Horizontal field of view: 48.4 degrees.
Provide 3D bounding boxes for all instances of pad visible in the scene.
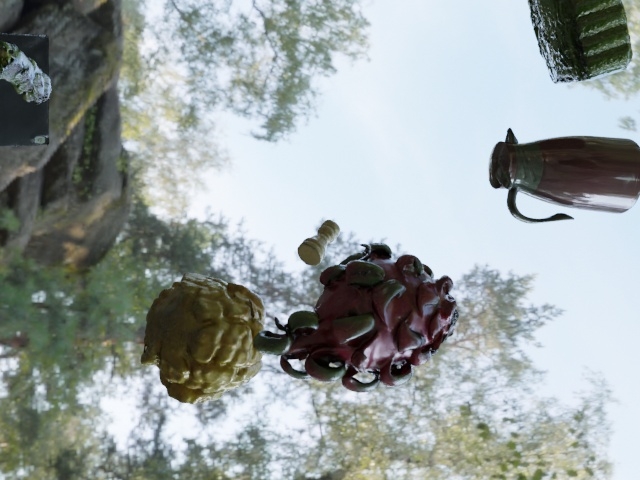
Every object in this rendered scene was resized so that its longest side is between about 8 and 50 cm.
[{"bbox_3d":[-0.500,-0.241,1.155,0.004,0.116,0.193,47,-45,46],"label":"pad"}]

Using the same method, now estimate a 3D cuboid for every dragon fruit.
[{"bbox_3d":[0.066,0.125,1.031,0.273,0.218,0.198,-42,-127,-21],"label":"dragon fruit"}]

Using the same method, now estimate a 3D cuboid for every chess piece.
[{"bbox_3d":[0.000,0.000,1.710,0.066,0.122,0.066,19,-45,20],"label":"chess piece"}]

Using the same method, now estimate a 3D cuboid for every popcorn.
[{"bbox_3d":[-0.209,0.176,1.282,0.250,0.190,0.250,-30,-137,32],"label":"popcorn"}]

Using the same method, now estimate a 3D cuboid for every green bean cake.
[{"bbox_3d":[0.475,-0.392,1.313,0.113,0.214,0.200,-21,-76,1],"label":"green bean cake"}]

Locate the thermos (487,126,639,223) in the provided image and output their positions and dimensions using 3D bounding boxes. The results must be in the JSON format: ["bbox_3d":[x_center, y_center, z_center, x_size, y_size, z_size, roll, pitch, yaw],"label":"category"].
[{"bbox_3d":[0.447,-0.117,1.333,0.146,0.265,0.176,158,-67,-77],"label":"thermos"}]

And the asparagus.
[{"bbox_3d":[-0.273,-0.150,0.653,0.165,0.030,0.036,174,-73,-81],"label":"asparagus"}]
